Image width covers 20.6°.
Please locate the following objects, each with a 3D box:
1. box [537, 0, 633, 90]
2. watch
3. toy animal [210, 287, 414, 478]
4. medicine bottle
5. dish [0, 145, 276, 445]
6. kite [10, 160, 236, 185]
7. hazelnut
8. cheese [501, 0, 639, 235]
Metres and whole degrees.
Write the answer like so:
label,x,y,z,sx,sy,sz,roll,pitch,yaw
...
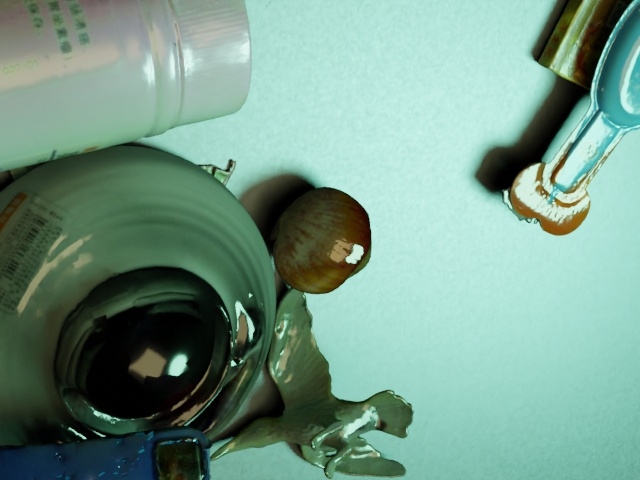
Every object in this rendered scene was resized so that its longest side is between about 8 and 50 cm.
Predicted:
label,x,y,z,sx,sy,sz,roll,pitch,yaw
box,0.263,-0.157,1.488,0.156,0.022,0.089,20,98,-30
watch,-0.223,0.228,1.344,0.275,0.068,0.276,-7,150,-10
toy animal,-0.011,0.150,1.430,0.155,0.095,0.219,-29,118,-19
medicine bottle,-0.188,-0.131,1.201,0.254,0.152,0.152,-14,115,-21
dish,-0.139,0.079,1.306,0.273,0.134,0.273,-11,116,-25
kite,-0.200,0.033,1.340,0.323,0.013,0.267,-20,117,-19
hazelnut,0.000,0.000,1.389,0.086,0.086,0.086,-9,113,-23
cheese,0.249,-0.114,1.464,0.106,0.037,0.256,33,97,-31
